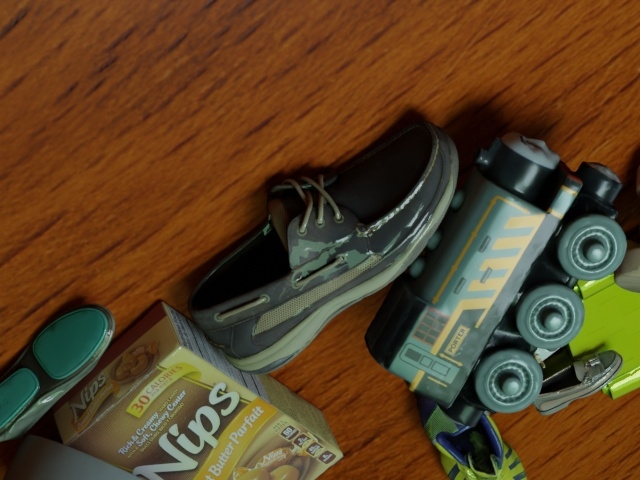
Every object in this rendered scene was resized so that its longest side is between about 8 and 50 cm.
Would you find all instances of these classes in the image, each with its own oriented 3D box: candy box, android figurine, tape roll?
[{"bbox_3d":[-0.141,0.220,1.986,0.183,0.087,0.316,-41,133,11],"label":"candy box"},{"bbox_3d":[0.381,0.094,2.116,0.273,0.056,0.248,-25,133,-3],"label":"android figurine"},{"bbox_3d":[-0.250,0.297,1.908,0.219,0.219,0.072,41,68,-43],"label":"tape roll"}]

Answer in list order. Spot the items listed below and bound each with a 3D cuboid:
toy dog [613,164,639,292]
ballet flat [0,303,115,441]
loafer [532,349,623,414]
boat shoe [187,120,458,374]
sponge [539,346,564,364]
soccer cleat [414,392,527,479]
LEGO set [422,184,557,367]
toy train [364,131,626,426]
[{"bbox_3d":[0.509,0.001,1.999,0.334,0.161,0.220,-4,84,-27],"label":"toy dog"},{"bbox_3d":[-0.300,0.145,1.873,0.213,0.072,0.068,-41,161,12],"label":"ballet flat"},{"bbox_3d":[0.313,0.171,2.087,0.125,0.045,0.039,-34,127,14],"label":"loafer"},{"bbox_3d":[0.000,0.000,1.840,0.355,0.132,0.130,-46,130,10],"label":"boat shoe"},{"bbox_3d":[0.318,0.083,2.134,0.117,0.031,0.210,-16,131,-15],"label":"sponge"},{"bbox_3d":[0.203,0.282,2.183,0.093,0.121,0.289,-32,134,1],"label":"soccer cleat"},{"bbox_3d":[0.162,0.045,1.986,0.132,0.107,0.287,-36,116,6],"label":"LEGO set"},{"bbox_3d":[0.193,0.043,1.860,0.190,0.142,0.334,26,104,-14],"label":"toy train"}]
